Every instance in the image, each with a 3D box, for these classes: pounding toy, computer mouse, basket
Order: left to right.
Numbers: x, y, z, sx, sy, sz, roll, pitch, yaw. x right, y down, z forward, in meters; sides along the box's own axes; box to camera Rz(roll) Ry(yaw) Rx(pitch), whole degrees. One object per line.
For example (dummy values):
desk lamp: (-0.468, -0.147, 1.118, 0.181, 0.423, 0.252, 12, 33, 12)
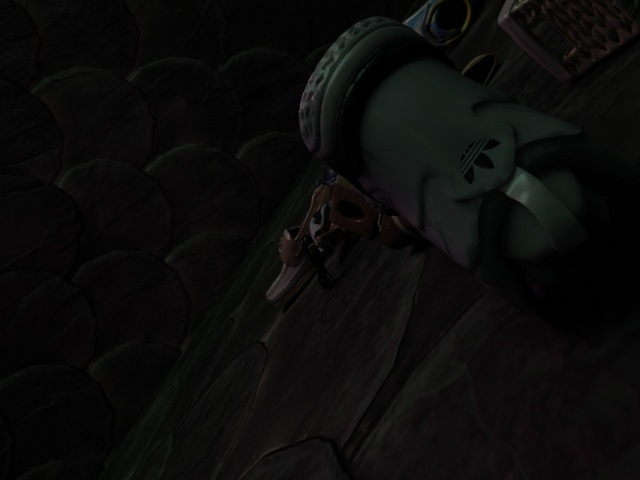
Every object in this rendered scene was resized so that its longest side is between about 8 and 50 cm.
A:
computer mouse: (0.000, 0.000, 1.004, 0.042, 0.106, 0.193, -22, 26, 20)
pounding toy: (0.072, -0.053, 0.916, 0.181, 0.094, 0.206, -61, -9, -26)
basket: (0.286, -0.276, 0.559, 0.167, 0.113, 0.103, -61, 14, -23)

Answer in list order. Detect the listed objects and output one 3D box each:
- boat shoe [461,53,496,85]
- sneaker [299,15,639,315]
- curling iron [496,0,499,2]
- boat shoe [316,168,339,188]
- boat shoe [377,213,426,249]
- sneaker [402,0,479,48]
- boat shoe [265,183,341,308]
boat shoe: (0.238, -0.252, 0.862, 0.135, 0.050, 0.045, -56, 5, -2)
sneaker: (0.138, -0.039, 0.464, 0.137, 0.210, 0.365, -53, -24, 10)
curling iron: (0.445, -0.607, 1.063, 0.274, 0.035, 0.068, -51, 11, 25)
boat shoe: (0.042, -0.156, 1.336, 0.258, 0.089, 0.109, -57, 11, -6)
boat shoe: (0.133, -0.095, 0.749, 0.095, 0.095, 0.258, -52, 10, 51)
sneaker: (0.270, -0.524, 1.349, 0.319, 0.127, 0.208, -47, 12, 41)
boat shoe: (-0.040, 0.012, 1.155, 0.302, 0.103, 0.113, -53, 11, 13)
